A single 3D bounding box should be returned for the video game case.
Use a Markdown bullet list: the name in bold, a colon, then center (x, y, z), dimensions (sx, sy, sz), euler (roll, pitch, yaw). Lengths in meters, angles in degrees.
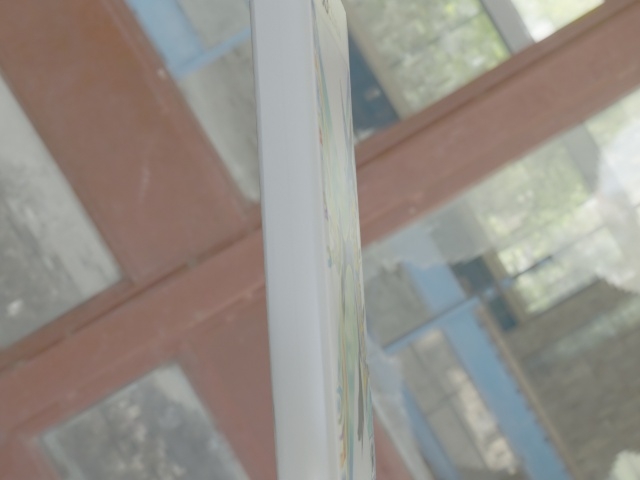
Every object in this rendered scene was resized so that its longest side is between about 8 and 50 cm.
- **video game case**: center (0.000, 0.000, 0.955), dimensions (0.300, 0.036, 0.329), euler (20, 66, -85)
